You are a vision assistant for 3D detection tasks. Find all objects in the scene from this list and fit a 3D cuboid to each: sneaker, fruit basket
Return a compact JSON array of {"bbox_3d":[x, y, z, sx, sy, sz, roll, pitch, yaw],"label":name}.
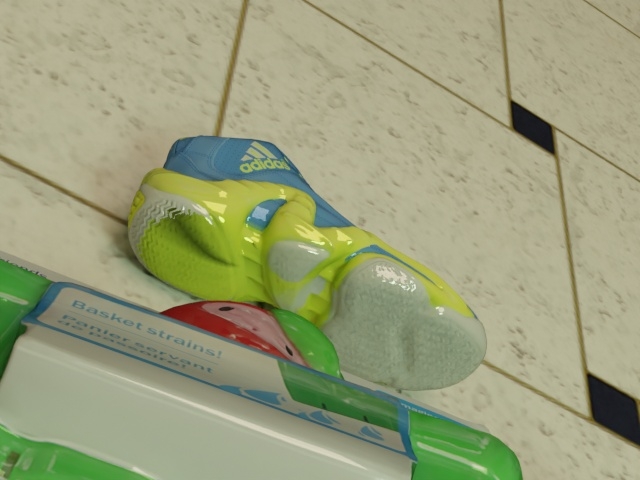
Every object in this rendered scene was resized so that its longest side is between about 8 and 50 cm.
[{"bbox_3d":[0.000,0.000,0.824,0.240,0.091,0.126,28,35,-19],"label":"sneaker"},{"bbox_3d":[-0.055,0.079,0.544,0.327,0.165,0.353,21,18,-3],"label":"fruit basket"}]
